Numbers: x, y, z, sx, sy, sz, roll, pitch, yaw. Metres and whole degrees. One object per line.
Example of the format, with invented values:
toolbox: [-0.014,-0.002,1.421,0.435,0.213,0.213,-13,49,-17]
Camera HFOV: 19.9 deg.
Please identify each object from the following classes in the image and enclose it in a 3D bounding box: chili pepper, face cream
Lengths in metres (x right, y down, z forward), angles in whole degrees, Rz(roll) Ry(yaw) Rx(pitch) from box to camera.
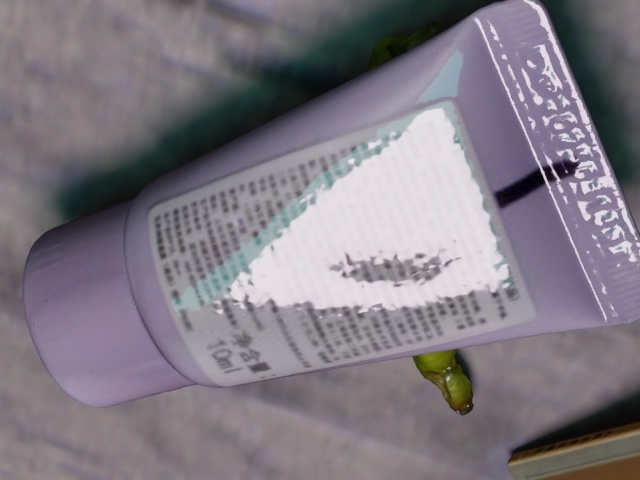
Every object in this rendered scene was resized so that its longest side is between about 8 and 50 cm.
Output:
chili pepper: [0.039,-0.009,0.862,0.049,0.043,0.208,-14,119,-14]
face cream: [0.000,0.000,0.815,0.274,0.096,0.154,-16,107,24]

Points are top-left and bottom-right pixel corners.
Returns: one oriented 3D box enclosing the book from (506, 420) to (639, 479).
book: [0.220,0.148,0.855,0.241,0.018,0.170,-21,104,41]
